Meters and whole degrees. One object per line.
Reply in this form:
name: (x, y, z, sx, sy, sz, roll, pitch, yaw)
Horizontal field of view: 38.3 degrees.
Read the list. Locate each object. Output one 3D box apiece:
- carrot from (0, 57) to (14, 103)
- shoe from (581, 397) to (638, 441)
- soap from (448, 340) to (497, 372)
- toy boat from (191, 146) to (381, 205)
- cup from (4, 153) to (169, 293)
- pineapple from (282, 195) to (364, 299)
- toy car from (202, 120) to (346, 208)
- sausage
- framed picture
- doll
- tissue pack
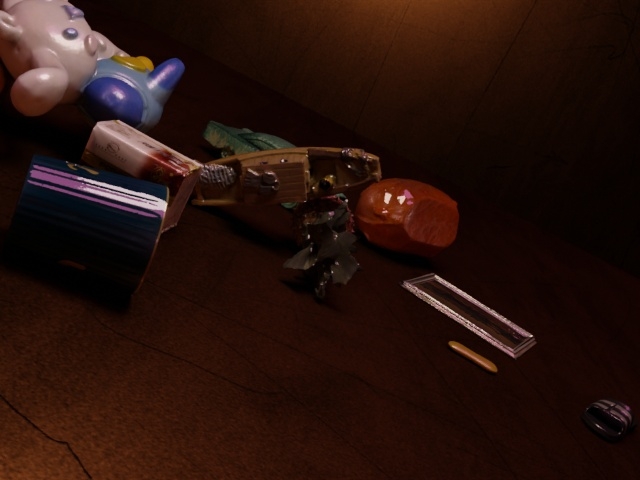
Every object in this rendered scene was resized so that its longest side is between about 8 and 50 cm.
carrot: (-0.545, -0.286, 1.523, 0.102, 0.102, 0.263, 24, 12, -15)
shoe: (0.484, 0.283, 1.509, 0.071, 0.049, 0.179, 36, 16, 31)
soap: (0.245, 0.186, 1.480, 0.089, 0.012, 0.034, 30, 14, 9)
toy boat: (-0.062, -0.104, 1.496, 0.321, 0.089, 0.121, -4, 12, 7)
cup: (-0.273, -0.021, 1.062, 0.155, 0.131, 0.176, 19, -13, -19)
pineapple: (0.000, 0.000, 1.482, 0.130, 0.119, 0.277, -18, 13, 1)
toy car: (-0.093, -0.155, 1.875, 0.320, 0.097, 0.141, 36, 17, 29)
sausage: (0.178, -0.048, 1.890, 0.141, 0.153, 0.268, 11, 1, 38)
framed picture: (0.282, 0.134, 1.728, 0.252, 0.014, 0.197, 33, 15, 19)
doll: (-0.357, -0.271, 1.454, 0.365, 0.187, 0.376, 29, 43, -45)
tissue pack: (-0.264, -0.092, 1.324, 0.148, 0.106, 0.099, 28, 14, 4)
